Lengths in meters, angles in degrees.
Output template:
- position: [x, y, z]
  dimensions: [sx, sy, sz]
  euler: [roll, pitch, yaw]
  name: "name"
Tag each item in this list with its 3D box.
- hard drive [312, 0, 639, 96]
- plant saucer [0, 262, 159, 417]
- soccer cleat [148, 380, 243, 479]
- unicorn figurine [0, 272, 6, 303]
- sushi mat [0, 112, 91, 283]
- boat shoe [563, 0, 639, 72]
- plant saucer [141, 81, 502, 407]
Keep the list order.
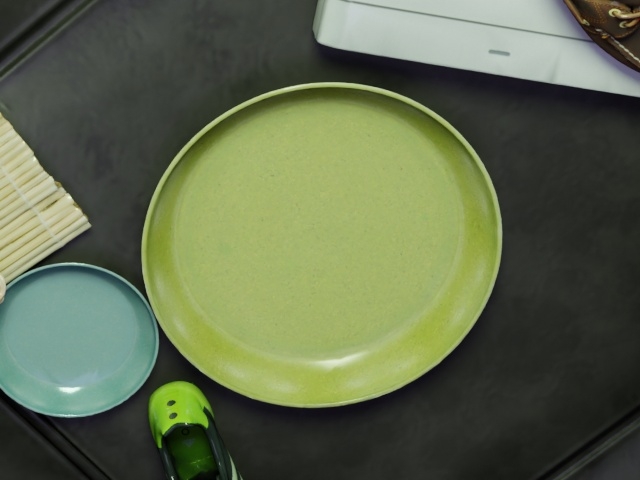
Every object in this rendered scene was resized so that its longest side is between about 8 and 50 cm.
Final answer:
- position: [0.144, -0.270, 1.215]
  dimensions: [0.233, 0.047, 0.353]
  euler: [8, 114, -10]
  name: "hard drive"
- position: [-0.170, 0.064, 1.355]
  dimensions: [0.119, 0.021, 0.119]
  euler: [-2, 116, -5]
  name: "plant saucer"
- position: [-0.077, 0.181, 1.394]
  dimensions: [0.060, 0.072, 0.179]
  euler: [-21, 117, 4]
  name: "soccer cleat"
- position: [-0.260, -0.004, 1.276]
  dimensions: [0.111, 0.060, 0.162]
  euler: [-33, 133, 8]
  name: "unicorn figurine"
- position: [-0.319, 0.020, 1.318]
  dimensions: [0.316, 0.019, 0.151]
  euler: [-34, 116, 10]
  name: "sushi mat"
- position: [0.174, -0.163, 1.206]
  dimensions: [0.073, 0.073, 0.207]
  euler: [-43, 115, 13]
  name: "boat shoe"
- position: [0.000, 0.000, 1.336]
  dimensions: [0.241, 0.037, 0.241]
  euler: [-3, 116, -6]
  name: "plant saucer"
